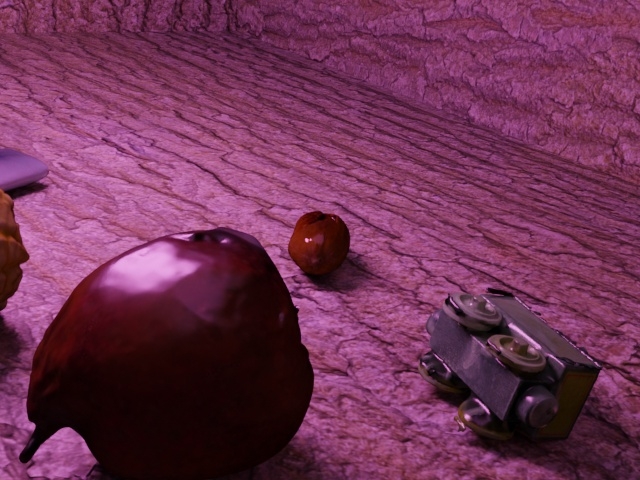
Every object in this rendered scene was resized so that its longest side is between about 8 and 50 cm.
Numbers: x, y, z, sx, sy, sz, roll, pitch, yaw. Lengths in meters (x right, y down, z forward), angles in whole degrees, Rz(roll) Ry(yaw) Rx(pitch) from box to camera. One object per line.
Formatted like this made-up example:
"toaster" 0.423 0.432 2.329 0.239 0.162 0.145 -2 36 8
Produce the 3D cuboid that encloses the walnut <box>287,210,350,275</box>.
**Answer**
"walnut" 0.000 0.000 1.633 0.116 0.115 0.207 13 23 7

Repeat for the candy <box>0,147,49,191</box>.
"candy" -0.658 -0.139 1.733 0.138 0.071 0.174 19 24 21

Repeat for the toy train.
"toy train" 0.272 0.183 1.275 0.188 0.159 0.271 7 22 -30

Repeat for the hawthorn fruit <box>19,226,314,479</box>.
"hawthorn fruit" -0.170 0.141 1.034 0.325 0.308 0.308 -1 24 1

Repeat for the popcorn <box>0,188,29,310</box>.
"popcorn" -0.551 0.021 1.205 0.293 0.237 0.293 -30 4 2
